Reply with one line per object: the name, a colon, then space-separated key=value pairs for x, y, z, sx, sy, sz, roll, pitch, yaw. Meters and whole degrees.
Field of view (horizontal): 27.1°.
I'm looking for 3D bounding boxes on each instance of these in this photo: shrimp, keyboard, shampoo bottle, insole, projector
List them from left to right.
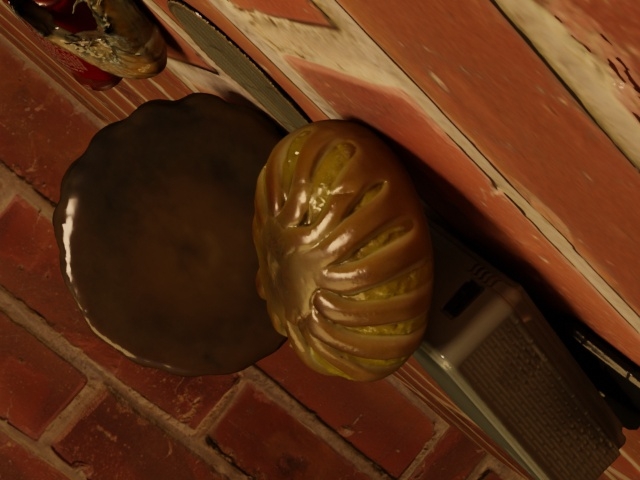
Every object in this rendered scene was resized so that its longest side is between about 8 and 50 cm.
shampoo bottle: x=-0.292 y=-0.252 z=1.533 sx=0.118 sy=0.076 sz=0.314 roll=29 pitch=173 yaw=11
shrimp: x=-0.239 y=-0.223 z=1.333 sx=0.150 sy=0.051 sz=0.217 roll=11 pitch=159 yaw=18
insole: x=-0.029 y=-0.112 z=1.251 sx=0.119 sy=0.009 sz=0.348 roll=33 pitch=171 yaw=47
projector: x=0.149 y=0.100 z=1.188 sx=0.257 sy=0.099 sz=0.192 roll=48 pitch=175 yaw=-39
keyboard: x=0.257 y=0.125 z=1.217 sx=0.106 sy=0.016 sz=0.262 roll=38 pitch=174 yaw=16

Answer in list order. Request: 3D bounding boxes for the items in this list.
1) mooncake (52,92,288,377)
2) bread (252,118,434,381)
mooncake: x=-0.135 y=-0.009 z=1.395 sx=0.290 sy=0.290 sz=0.161 roll=40 pitch=179 yaw=-6
bread: x=0.010 y=0.013 z=1.059 sx=0.213 sy=0.104 sz=0.213 roll=31 pitch=128 yaw=51
